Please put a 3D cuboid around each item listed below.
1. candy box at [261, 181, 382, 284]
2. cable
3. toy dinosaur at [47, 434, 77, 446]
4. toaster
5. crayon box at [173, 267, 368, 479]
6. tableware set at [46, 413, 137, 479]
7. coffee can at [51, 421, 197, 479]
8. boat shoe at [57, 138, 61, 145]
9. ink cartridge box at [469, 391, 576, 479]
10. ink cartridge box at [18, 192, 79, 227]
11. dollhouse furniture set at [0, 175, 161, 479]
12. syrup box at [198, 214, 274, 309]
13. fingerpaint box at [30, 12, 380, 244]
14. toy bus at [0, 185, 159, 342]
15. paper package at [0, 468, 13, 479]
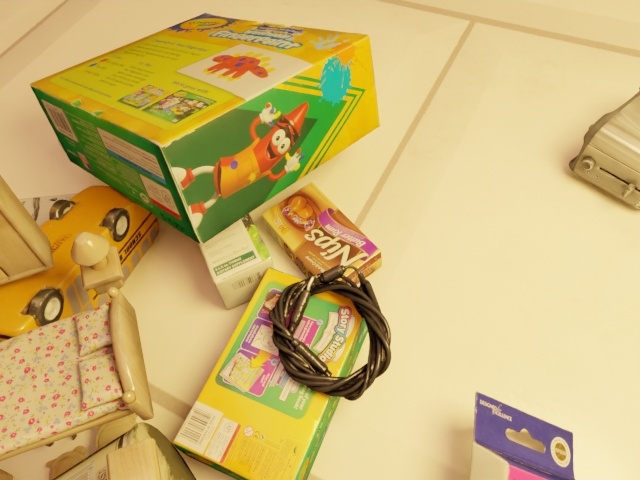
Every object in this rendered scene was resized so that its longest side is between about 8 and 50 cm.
[{"bbox_3d":[0.000,0.000,0.860,0.109,0.053,0.187,-34,59,-15],"label":"candy box"},{"bbox_3d":[0.012,0.120,0.687,0.150,0.047,0.185,-14,58,-4],"label":"cable"},{"bbox_3d":[-0.396,0.232,0.752,0.183,0.053,0.093,30,63,-3],"label":"toy dinosaur"},{"bbox_3d":[0.537,-0.157,0.856,0.227,0.129,0.146,-35,64,-18],"label":"toaster"},{"bbox_3d":[-0.054,0.190,0.726,0.165,0.081,0.279,18,61,17],"label":"crayon box"},{"bbox_3d":[-0.291,0.326,0.698,0.141,0.020,0.169,-27,65,-5],"label":"tableware set"},{"bbox_3d":[-0.268,0.361,0.561,0.275,0.202,0.202,-31,59,-10],"label":"coffee can"},{"bbox_3d":[-0.431,-0.310,1.085,0.114,0.091,0.303,29,65,23],"label":"boat shoe"},{"bbox_3d":[0.232,0.361,0.547,0.175,0.069,0.371,26,55,-20],"label":"ink cartridge box"},{"bbox_3d":[-0.505,-0.018,0.925,0.180,0.060,0.104,-5,57,3],"label":"ink cartridge box"},{"bbox_3d":[-0.348,0.104,0.499,0.303,0.174,0.356,-19,55,-11],"label":"dollhouse furniture set"},{"bbox_3d":[-0.160,-0.017,0.863,0.093,0.096,0.237,-24,58,-11],"label":"syrup box"},{"bbox_3d":[-0.191,-0.220,0.863,0.444,0.163,0.371,26,52,39],"label":"fingerpaint box"},{"bbox_3d":[-0.363,0.040,0.770,0.108,0.130,0.333,9,40,8],"label":"toy bus"},{"bbox_3d":[-0.529,0.360,0.525,0.168,0.325,0.310,1,59,10],"label":"paper package"}]
